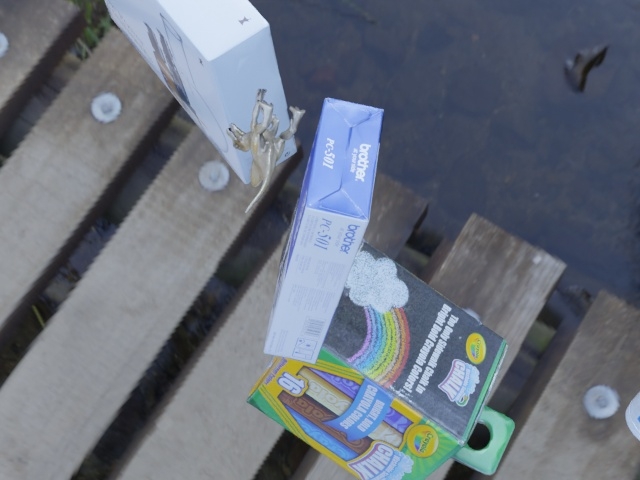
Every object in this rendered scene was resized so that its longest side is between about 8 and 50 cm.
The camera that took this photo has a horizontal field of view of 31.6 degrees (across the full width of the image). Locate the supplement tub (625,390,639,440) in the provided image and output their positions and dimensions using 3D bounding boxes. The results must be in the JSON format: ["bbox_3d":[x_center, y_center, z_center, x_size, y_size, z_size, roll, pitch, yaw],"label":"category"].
[{"bbox_3d":[0.398,0.178,1.266,0.071,0.107,0.071,13,43,-13],"label":"supplement tub"}]

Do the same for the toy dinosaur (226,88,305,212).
[{"bbox_3d":[-0.053,-0.092,1.127,0.053,0.183,0.093,14,112,-19],"label":"toy dinosaur"}]

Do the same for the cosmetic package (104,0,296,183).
[{"bbox_3d":[-0.186,-0.292,1.498,0.097,0.284,0.377,-33,63,-13],"label":"cosmetic package"}]

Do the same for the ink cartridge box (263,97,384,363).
[{"bbox_3d":[0.000,0.000,0.834,0.046,0.207,0.097,12,56,-4],"label":"ink cartridge box"}]

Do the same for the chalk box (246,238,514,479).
[{"bbox_3d":[0.095,0.176,1.360,0.289,0.179,0.180,36,47,-2],"label":"chalk box"}]
